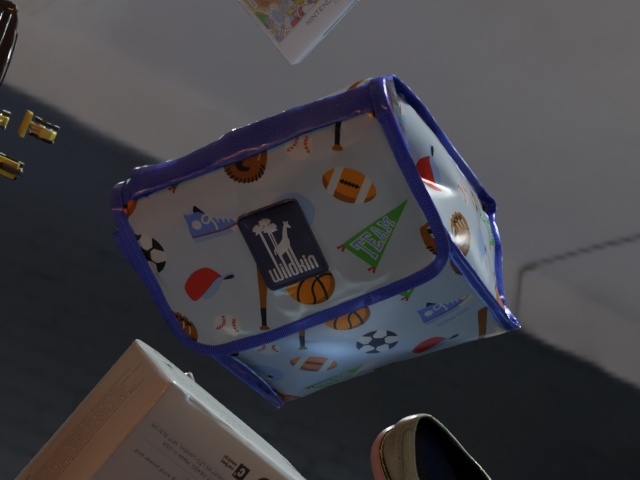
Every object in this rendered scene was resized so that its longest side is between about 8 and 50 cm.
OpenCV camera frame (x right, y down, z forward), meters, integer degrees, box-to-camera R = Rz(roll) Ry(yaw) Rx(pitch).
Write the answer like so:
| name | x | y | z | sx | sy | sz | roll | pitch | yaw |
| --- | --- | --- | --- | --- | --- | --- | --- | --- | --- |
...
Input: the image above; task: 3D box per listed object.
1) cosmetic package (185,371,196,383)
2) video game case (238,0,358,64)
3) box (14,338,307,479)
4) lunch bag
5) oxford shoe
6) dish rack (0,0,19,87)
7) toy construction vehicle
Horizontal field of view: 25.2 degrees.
| name | x | y | z | sx | sy | sz | roll | pitch | yaw |
| --- | --- | --- | --- | --- | --- | --- | --- | --- | --- |
| cosmetic package | -0.191 | 0.278 | 1.927 | 0.107 | 0.127 | 0.238 | -16 | -24 | -2 |
| video game case | -0.039 | -0.356 | 1.681 | 0.206 | 0.227 | 0.026 | -43 | -7 | 34 |
| box | -0.121 | 0.207 | 1.089 | 0.181 | 0.182 | 0.119 | 42 | -6 | -24 |
| lunch bag | 0.000 | 0.000 | 1.551 | 0.328 | 0.239 | 0.385 | -20 | -35 | 15 |
| oxford shoe | 0.209 | 0.420 | 1.998 | 0.140 | 0.397 | 0.146 | -32 | -11 | -24 |
| dish rack | -0.530 | -0.258 | 1.870 | 0.271 | 0.208 | 0.074 | 20 | 1 | 20 |
| toy construction vehicle | -0.376 | -0.120 | 1.724 | 0.098 | 0.086 | 0.035 | 26 | 7 | -3 |
